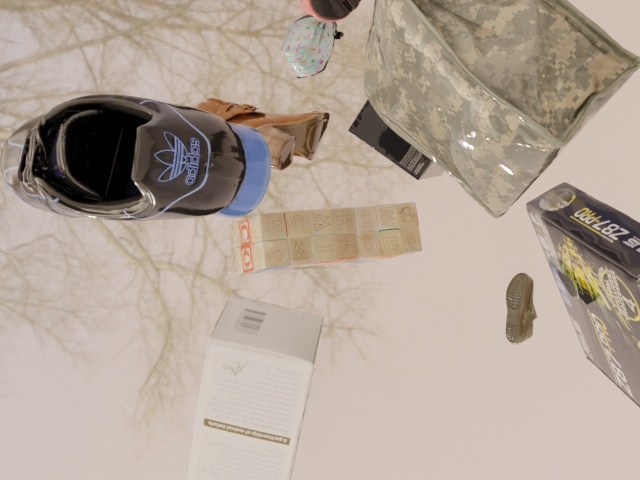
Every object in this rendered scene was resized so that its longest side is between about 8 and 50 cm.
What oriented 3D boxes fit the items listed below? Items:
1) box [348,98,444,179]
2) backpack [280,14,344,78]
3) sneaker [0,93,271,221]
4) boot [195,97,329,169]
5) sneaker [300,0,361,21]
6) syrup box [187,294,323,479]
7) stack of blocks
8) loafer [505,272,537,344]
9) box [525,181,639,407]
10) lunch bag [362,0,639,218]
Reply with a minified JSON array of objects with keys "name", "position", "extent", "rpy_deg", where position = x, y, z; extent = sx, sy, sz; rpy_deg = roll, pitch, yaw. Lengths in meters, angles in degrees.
[{"name":"box","position":[0.192,-0.223,1.513],"extent":[0.184,0.261,0.103],"rpy_deg":[40,-72,12]},{"name":"backpack","position":[-0.035,-0.518,1.865],"extent":[0.152,0.115,0.181],"rpy_deg":[-14,-133,32]},{"name":"sneaker","position":[-0.143,-0.053,0.425],"extent":[0.232,0.090,0.081],"rpy_deg":[3,-91,36]},{"name":"boot","position":[-0.082,-0.164,0.981],"extent":[0.153,0.197,0.072],"rpy_deg":[22,-66,17]},{"name":"sneaker","position":[0.081,-0.527,1.306],"extent":[0.314,0.116,0.136],"rpy_deg":[-39,-157,-7]},{"name":"syrup box","position":[-0.067,0.183,0.659],"extent":[0.097,0.093,0.236],"rpy_deg":[13,-69,1]},{"name":"stack of blocks","position":[0.000,0.000,1.191],"extent":[0.171,0.297,0.087],"rpy_deg":[-16,-99,60]},{"name":"loafer","position":[0.407,0.136,1.412],"extent":[0.056,0.050,0.147],"rpy_deg":[-151,-116,-61]},{"name":"box","position":[0.516,0.122,1.175],"extent":[0.097,0.394,0.318],"rpy_deg":[-29,-153,1]},{"name":"lunch bag","position":[0.175,-0.198,0.822],"extent":[0.287,0.235,0.169],"rpy_deg":[42,-104,10]}]
